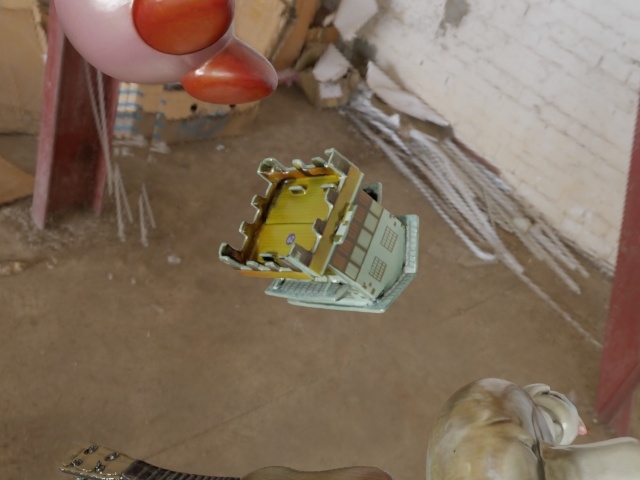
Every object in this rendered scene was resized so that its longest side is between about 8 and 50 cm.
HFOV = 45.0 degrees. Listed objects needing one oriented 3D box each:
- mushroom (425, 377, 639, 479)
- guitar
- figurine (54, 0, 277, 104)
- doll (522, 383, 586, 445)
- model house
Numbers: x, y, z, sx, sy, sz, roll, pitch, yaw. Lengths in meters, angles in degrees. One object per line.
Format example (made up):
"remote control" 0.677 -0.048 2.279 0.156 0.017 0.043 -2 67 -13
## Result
"mushroom" 0.229 0.252 0.788 0.244 0.243 0.243 14 35 -10
"guitar" -0.077 0.183 0.552 0.271 0.038 0.084 1 16 26
"figurine" -0.213 -0.288 0.952 0.211 0.269 0.261 -27 73 2
"doll" 0.332 0.284 1.195 0.110 0.106 0.181 14 16 40
"model house" 0.000 0.000 1.169 0.215 0.224 0.198 38 65 -33
